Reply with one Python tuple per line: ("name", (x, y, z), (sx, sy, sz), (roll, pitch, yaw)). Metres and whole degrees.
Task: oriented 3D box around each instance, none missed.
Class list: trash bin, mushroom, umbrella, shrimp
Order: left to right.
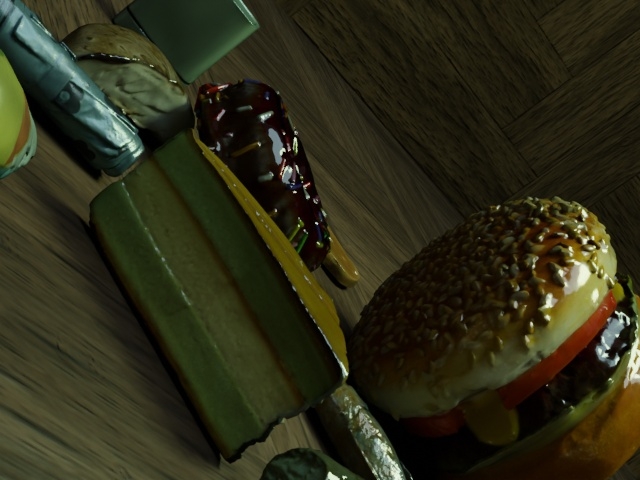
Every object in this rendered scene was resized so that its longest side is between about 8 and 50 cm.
("umbrella", (-0.235, -0.146, 0.953), (0.250, 0.052, 0.053), (48, 46, -28))
("mushroom", (-0.186, -0.160, 1.143), (0.094, 0.072, 0.209), (54, 10, 30))
("trash bin", (-0.157, -0.254, 1.397), (0.116, 0.130, 0.059), (52, 12, -9))
("shrimp", (0.051, 0.205, 1.100), (0.223, 0.047, 0.126), (58, 2, 28))

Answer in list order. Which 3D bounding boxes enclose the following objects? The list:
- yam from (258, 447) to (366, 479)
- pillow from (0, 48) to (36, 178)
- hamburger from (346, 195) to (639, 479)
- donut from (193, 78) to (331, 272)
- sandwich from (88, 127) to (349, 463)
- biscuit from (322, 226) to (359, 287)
("yam", (0.077, 0.261, 0.947), (0.371, 0.083, 0.083), (40, 17, -45))
("pillow", (-0.267, -0.138, 0.744), (0.233, 0.086, 0.214), (51, 0, 0))
("hamburger", (0.200, 0.114, 1.298), (0.250, 0.330, 0.330), (49, 12, -19))
("donut", (-0.057, -0.063, 1.224), (0.235, 0.089, 0.235), (-19, 90, -84))
("sandwich", (-0.080, 0.034, 0.865), (0.187, 0.117, 0.144), (51, 8, -17))
("biscuit", (-0.001, 0.001, 1.546), (0.140, 0.023, 0.118), (58, 12, 17))
